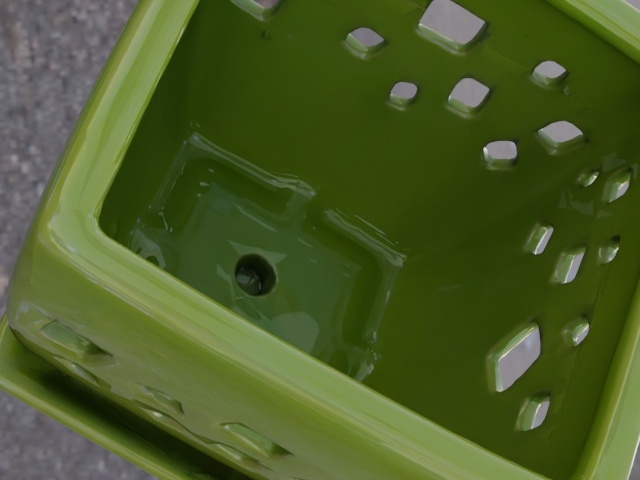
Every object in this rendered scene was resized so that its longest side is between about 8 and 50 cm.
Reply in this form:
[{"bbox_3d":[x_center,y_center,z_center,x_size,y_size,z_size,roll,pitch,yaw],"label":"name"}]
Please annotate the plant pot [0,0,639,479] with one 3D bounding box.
[{"bbox_3d":[0.000,0.000,0.614,0.227,0.207,0.228,30,60,-11],"label":"plant pot"}]
